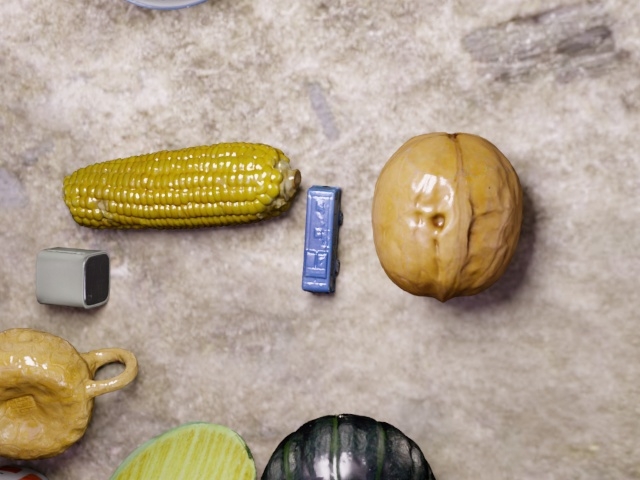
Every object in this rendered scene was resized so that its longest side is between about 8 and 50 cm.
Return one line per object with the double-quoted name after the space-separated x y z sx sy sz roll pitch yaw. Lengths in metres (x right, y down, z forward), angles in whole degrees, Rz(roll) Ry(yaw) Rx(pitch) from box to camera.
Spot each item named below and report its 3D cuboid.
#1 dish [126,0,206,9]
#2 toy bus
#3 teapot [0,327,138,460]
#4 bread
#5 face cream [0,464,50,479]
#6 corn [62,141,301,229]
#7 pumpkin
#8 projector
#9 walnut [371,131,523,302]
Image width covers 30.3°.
-0.228 -0.459 1.648 0.273 0.134 0.273 -3 100 -15 "dish"
0.000 0.000 1.651 0.051 0.061 0.153 5 95 12 "toy bus"
-0.426 0.211 1.773 0.311 0.167 0.203 -14 119 1 "teapot"
-0.208 0.384 1.672 0.301 0.301 0.045 -24 129 19 "bread"
-0.505 0.460 1.797 0.201 0.187 0.201 2 96 18 "face cream"
-0.200 -0.075 1.680 0.363 0.120 0.121 -2 95 19 "corn"
0.039 0.345 1.602 0.249 0.216 0.250 1 115 1 "pumpkin"
-0.370 0.055 1.766 0.082 0.083 0.083 4 97 18 "projector"
0.164 -0.030 1.527 0.195 0.195 0.222 7 95 18 "walnut"
